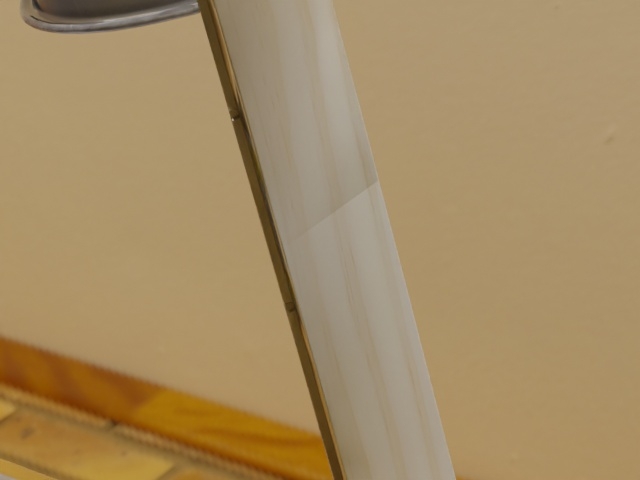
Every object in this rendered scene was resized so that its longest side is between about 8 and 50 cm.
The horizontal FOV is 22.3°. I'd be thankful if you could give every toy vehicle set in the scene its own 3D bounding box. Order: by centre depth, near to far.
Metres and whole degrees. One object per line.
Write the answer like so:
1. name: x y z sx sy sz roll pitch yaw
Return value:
1. toy vehicle set: 0.000 0.000 0.591 0.166 0.035 0.267 -119 -167 -74

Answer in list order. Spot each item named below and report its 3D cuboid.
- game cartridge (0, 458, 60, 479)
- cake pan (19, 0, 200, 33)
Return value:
1. game cartridge: -0.077 0.137 0.565 0.324 0.285 0.052 20 -89 -13
2. cake pan: -0.038 -0.201 0.887 0.293 0.293 0.054 0 -58 39
